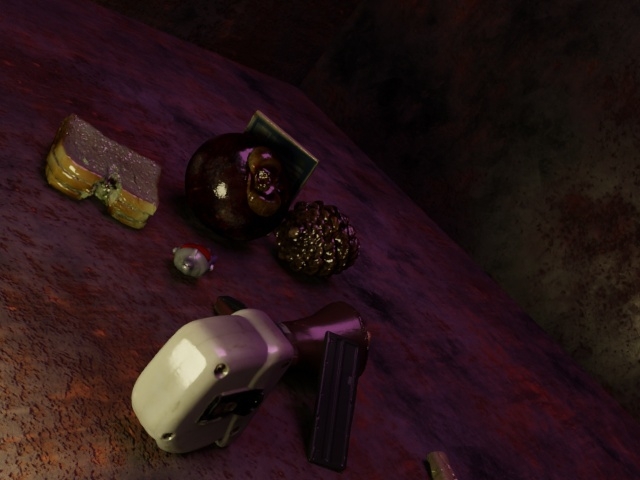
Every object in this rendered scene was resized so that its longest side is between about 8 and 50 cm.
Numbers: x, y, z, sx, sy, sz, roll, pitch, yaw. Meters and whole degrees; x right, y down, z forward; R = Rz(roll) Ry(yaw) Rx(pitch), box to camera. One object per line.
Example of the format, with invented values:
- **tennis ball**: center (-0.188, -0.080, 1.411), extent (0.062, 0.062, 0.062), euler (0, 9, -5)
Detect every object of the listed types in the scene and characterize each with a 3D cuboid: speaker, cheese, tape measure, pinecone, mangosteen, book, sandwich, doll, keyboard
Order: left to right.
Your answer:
- **sandwich**: center (-0.510, -0.158, 1.913), extent (0.273, 0.095, 0.249), euler (31, 23, -25)
- **doll**: center (-0.293, 0.040, 1.880), extent (0.102, 0.075, 0.227), euler (22, 10, -5)
- **tape measure**: center (-0.179, 0.243, 1.349), extent (0.130, 0.258, 0.265), euler (49, 28, 25)
- **mangosteen**: center (-0.207, -0.151, 2.156), extent (0.297, 0.293, 0.297), euler (31, 34, -24)
- **book**: center (-0.161, -0.185, 2.301), extent (0.228, 0.322, 0.018), euler (40, 39, 3)
- **speaker**: center (-0.086, 0.190, 1.771), extent (0.329, 0.198, 0.259), euler (12, 44, -38)
- **pinecone**: center (0.000, 0.000, 2.321), extent (0.272, 0.224, 0.224), euler (23, 24, -50)
- **keyboard**: center (0.040, 0.278, 1.688), extent (0.103, 0.041, 0.381), euler (26, 64, -29)
- **cheese**: center (0.287, 0.553, 1.821), extent (0.064, 0.043, 0.194), euler (24, 24, -26)

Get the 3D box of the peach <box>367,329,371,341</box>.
- **peach**: center (0.081, 0.258, 2.102), extent (0.098, 0.061, 0.098), euler (14, 36, -11)
